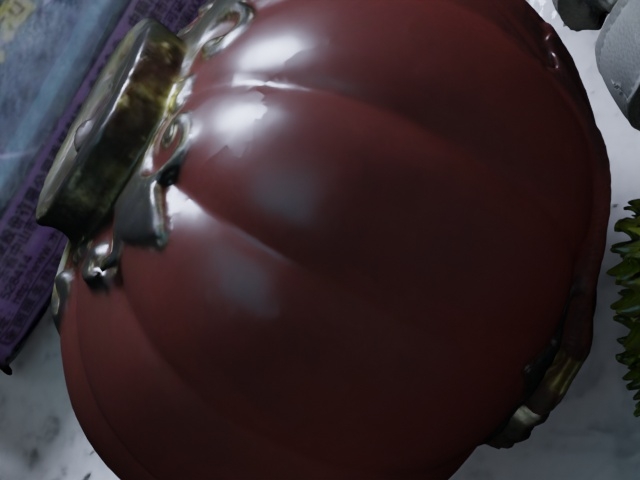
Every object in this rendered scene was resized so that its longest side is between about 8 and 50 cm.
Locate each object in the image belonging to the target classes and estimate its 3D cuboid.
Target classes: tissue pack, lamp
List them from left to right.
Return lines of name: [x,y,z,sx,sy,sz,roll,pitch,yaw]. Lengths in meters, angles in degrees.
tissue pack: [-0.204,-0.134,1.159,0.259,0.122,0.361,31,89,34]
lamp: [0.000,0.000,0.887,0.303,0.257,0.303,-56,17,26]

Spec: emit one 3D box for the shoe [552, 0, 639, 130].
shoe: [0.183,-0.148,0.881,0.351,0.172,0.198,17,86,37]

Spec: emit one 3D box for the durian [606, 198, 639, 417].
durian: [0.196,0.077,0.822,0.220,0.137,0.095,47,131,30]
